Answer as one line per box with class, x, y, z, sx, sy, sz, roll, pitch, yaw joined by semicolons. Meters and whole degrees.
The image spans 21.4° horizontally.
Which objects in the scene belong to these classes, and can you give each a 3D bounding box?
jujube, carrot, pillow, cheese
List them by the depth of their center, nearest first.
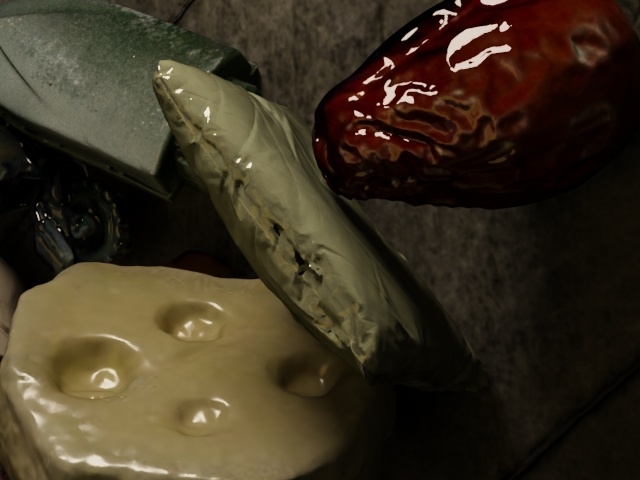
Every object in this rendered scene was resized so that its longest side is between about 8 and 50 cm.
jujube;0.109;-0.097;1.191;0.236;0.168;0.168;-18;85;-3
pillow;0.000;0.001;1.260;0.076;0.274;0.281;-39;73;11
cheese;-0.104;0.125;1.319;0.326;0.318;0.115;38;134;37
carrot;-0.163;0.077;1.518;0.205;0.072;0.072;-31;78;38

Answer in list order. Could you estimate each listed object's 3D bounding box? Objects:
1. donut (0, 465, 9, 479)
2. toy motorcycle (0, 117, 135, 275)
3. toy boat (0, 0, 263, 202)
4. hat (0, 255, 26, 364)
donut;-0.339;0.257;1.577;0.230;0.096;0.216;-48;67;32
toy motorcycle;-0.281;-0.046;1.564;0.270;0.106;0.159;45;120;23
toy boat;-0.198;-0.140;1.481;0.319;0.092;0.141;24;73;29
hat;-0.331;0.054;1.543;0.226;0.219;0.164;-3;69;53
